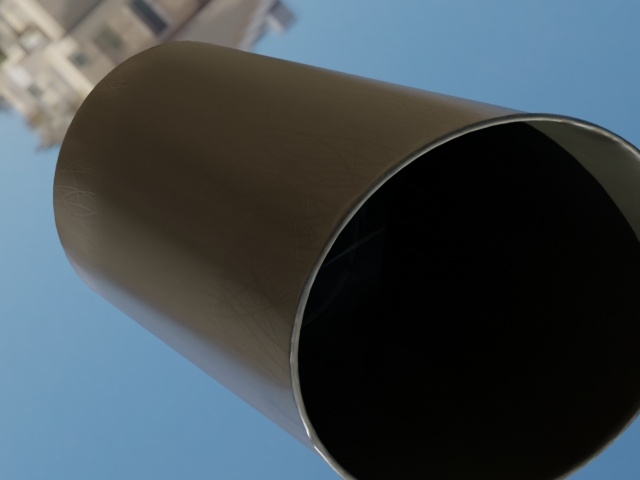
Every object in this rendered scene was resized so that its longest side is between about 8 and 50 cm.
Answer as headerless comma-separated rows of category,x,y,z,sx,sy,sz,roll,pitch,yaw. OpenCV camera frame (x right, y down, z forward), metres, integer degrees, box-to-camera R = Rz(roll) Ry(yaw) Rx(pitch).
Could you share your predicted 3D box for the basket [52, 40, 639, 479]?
basket,0.000,0.000,0.824,0.227,0.204,0.154,22,-73,47
